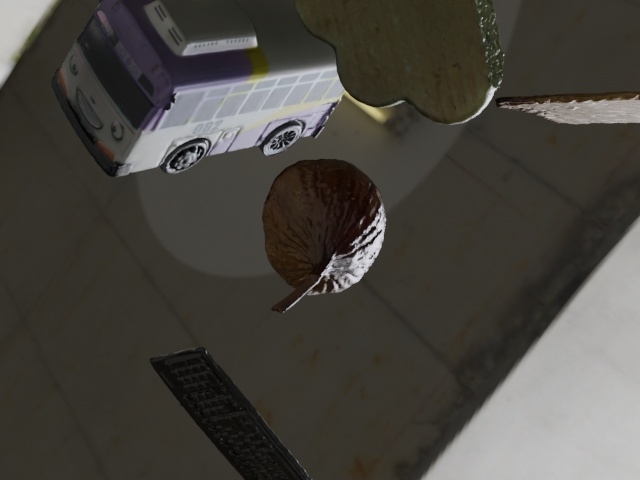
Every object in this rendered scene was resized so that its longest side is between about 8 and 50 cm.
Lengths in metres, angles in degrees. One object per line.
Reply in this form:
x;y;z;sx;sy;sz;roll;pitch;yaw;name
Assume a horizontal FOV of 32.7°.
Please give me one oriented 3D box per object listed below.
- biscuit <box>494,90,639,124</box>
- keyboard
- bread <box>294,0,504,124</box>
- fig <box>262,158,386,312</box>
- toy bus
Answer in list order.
0.307;-0.124;1.023;0.236;0.232;0.013;1;-89;28;biscuit
-0.081;0.207;1.136;0.087;0.250;0.017;-16;-150;37;keyboard
0.070;-0.254;1.090;0.207;0.056;0.287;0;-70;28;bread
0.000;0.000;1.109;0.133;0.146;0.201;-12;-163;8;fig
-0.163;-0.265;1.691;0.209;0.440;0.249;57;-45;18;toy bus
